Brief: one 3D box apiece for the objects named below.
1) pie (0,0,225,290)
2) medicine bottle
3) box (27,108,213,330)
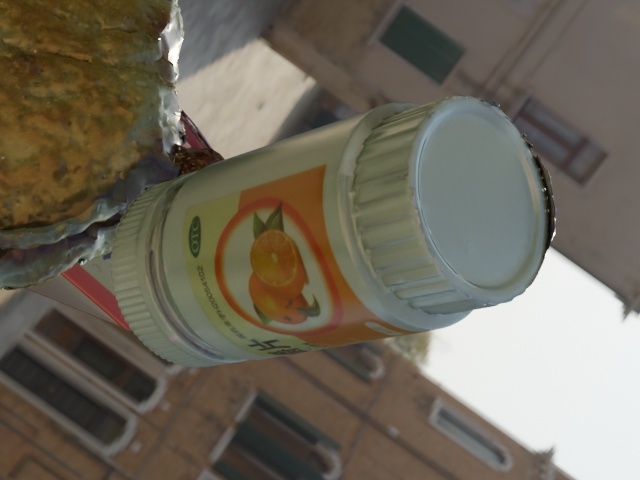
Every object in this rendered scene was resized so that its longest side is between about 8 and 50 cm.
[{"bbox_3d":[-0.317,-0.167,1.333,0.395,0.418,0.180,-16,166,-21],"label":"pie"},{"bbox_3d":[0.000,0.000,0.944,0.318,0.158,0.158,-15,-149,46],"label":"medicine bottle"},{"bbox_3d":[-0.366,-0.103,1.660,0.349,0.318,0.257,16,-114,41],"label":"box"}]
